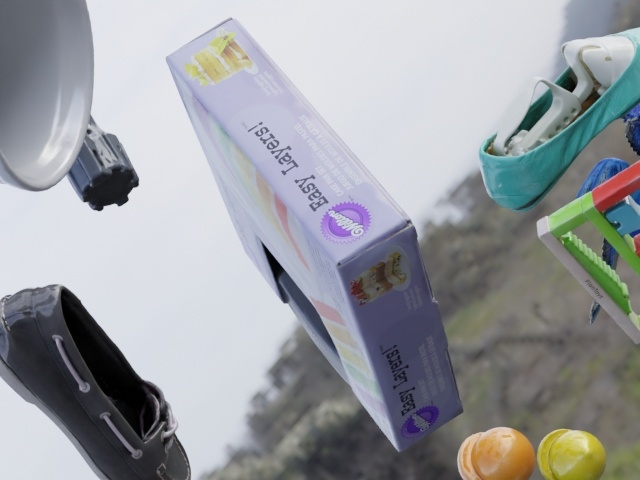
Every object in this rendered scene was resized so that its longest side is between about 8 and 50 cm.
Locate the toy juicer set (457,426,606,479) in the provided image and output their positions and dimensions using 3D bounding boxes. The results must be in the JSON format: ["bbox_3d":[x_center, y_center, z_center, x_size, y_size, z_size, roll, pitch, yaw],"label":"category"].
[{"bbox_3d":[0.218,0.280,1.703,0.329,0.089,0.209,27,83,51],"label":"toy juicer set"}]

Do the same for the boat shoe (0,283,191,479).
[{"bbox_3d":[-0.210,0.161,1.930,0.095,0.335,0.112,-27,42,17],"label":"boat shoe"}]

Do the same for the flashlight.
[{"bbox_3d":[-0.318,-0.170,2.363,0.103,0.304,0.103,-13,-32,-36],"label":"flashlight"}]

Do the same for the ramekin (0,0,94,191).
[{"bbox_3d":[-0.363,-0.192,2.086,0.277,0.135,0.277,1,-90,-72],"label":"ramekin"}]

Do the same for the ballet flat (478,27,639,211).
[{"bbox_3d":[0.241,-0.136,1.813,0.247,0.087,0.083,-46,38,-11],"label":"ballet flat"}]

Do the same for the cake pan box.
[{"bbox_3d":[0.000,0.000,1.409,0.070,0.245,0.267,-31,-35,-9],"label":"cake pan box"}]

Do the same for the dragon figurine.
[{"bbox_3d":[0.375,-0.049,2.386,0.289,0.144,0.085,-53,26,9],"label":"dragon figurine"}]

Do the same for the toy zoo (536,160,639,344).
[{"bbox_3d":[0.401,-0.023,2.004,0.293,0.192,0.030,-33,30,23],"label":"toy zoo"}]
